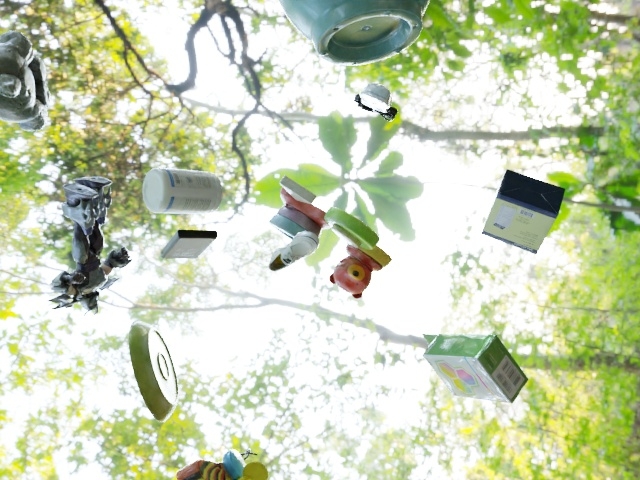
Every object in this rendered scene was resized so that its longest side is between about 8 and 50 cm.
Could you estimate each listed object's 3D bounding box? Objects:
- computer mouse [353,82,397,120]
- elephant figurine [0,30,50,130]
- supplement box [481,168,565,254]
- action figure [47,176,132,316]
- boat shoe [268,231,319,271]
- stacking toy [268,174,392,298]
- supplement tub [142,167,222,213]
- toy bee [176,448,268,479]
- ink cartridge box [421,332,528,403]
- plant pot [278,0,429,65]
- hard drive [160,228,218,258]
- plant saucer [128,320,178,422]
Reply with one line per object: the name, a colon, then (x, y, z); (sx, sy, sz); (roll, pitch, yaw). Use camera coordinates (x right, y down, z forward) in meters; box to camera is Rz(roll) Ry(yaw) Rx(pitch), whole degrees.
computer mouse: (0.125, -0.309, 1.297); (0.193, 0.106, 0.042); (-51, -14, -87)
elephant figurine: (-0.580, -0.242, 0.962); (0.186, 0.240, 0.169); (100, 162, -64)
supplement box: (0.277, -0.039, 0.821); (0.083, 0.083, 0.056); (96, -160, -50)
action figure: (-0.453, 0.025, 1.164); (0.185, 0.099, 0.284); (-52, -29, -64)
boat shoe: (-0.040, 0.019, 0.835); (0.035, 0.100, 0.035); (46, -133, -18)
stacking toy: (0.000, 0.000, 1.369); (0.130, 0.309, 0.279); (-57, -13, -6)
supplement tub: (-0.218, -0.077, 0.941); (0.107, 0.071, 0.070); (1, -84, -46)
toy bee: (-0.179, 0.528, 1.258); (0.298, 0.195, 0.162); (5, -131, -57)
ink cartridge box: (0.260, 0.229, 1.088); (0.062, 0.209, 0.109); (-44, -76, -26)
plant pot: (0.062, -0.410, 0.964); (0.293, 0.293, 0.196); (3, -106, -57)
hard drive: (-0.307, 0.010, 1.388); (0.094, 0.135, 0.022); (1, -112, -32)
plant saucer: (-0.376, 0.294, 1.371); (0.241, 0.037, 0.240); (163, 90, -87)
